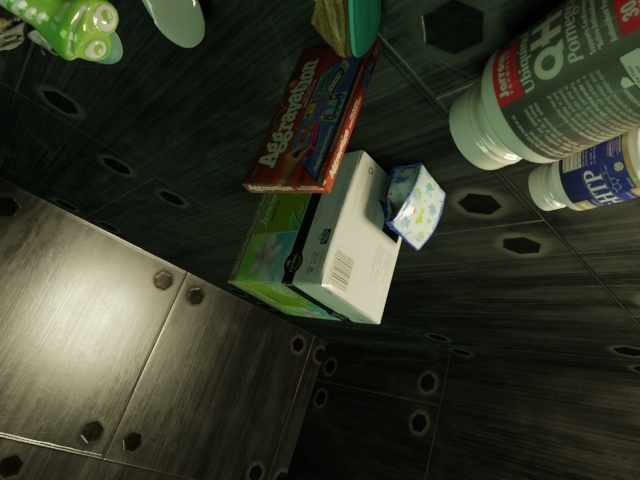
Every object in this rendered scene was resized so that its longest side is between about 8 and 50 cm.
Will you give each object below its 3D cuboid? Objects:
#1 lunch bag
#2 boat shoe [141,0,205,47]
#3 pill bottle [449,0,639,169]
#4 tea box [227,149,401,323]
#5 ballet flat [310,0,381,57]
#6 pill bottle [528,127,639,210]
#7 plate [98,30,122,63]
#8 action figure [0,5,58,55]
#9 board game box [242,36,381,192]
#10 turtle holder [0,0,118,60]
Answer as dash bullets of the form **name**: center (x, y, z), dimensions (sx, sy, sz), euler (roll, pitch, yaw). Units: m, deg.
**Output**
- **lunch bag**: center (0.200, -0.071, 1.003), dimensions (0.096, 0.151, 0.129), euler (-4, 149, 44)
- **boat shoe**: center (-0.260, -0.407, 0.703), dimensions (0.070, 0.077, 0.219), euler (55, 180, 43)
- **pill bottle**: center (0.319, -0.202, 0.564), dimensions (0.176, 0.176, 0.318), euler (27, 156, -19)
- **tea box**: center (0.000, 0.000, 1.095), dimensions (0.323, 0.329, 0.220), euler (-5, 148, 45)
- **ballet flat**: center (0.021, -0.371, 0.535), dimensions (0.124, 0.116, 0.342), euler (35, 165, 12)
- **pill bottle**: center (0.455, -0.111, 0.756), dimensions (0.112, 0.112, 0.186), euler (29, 156, -23)
- **plate**: center (-0.494, -0.422, 0.911), dimensions (0.188, 0.024, 0.188), euler (16, 157, 7)
- **action figure**: center (-0.549, -0.429, 0.751), dimensions (0.099, 0.185, 0.285), euler (-19, 121, 44)
- **board game box**: center (-0.010, -0.197, 0.701), dimensions (0.145, 0.281, 0.027), euler (4, 153, 33)
- **turtle holder**: center (-0.270, -0.380, 0.471), dimensions (0.243, 0.320, 0.227), euler (-42, 151, 24)
